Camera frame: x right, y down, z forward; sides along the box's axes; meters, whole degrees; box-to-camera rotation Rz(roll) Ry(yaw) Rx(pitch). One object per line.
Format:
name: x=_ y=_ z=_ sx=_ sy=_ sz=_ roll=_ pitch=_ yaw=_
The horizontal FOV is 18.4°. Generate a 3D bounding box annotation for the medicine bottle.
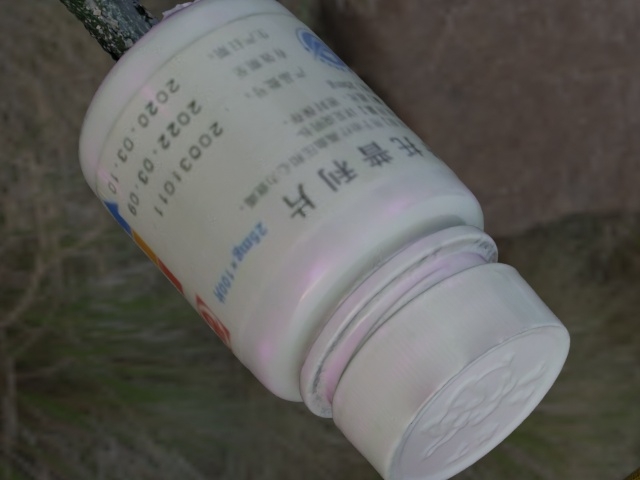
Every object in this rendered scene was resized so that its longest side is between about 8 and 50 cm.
medicine bottle: x=0.000 y=0.000 z=1.171 sx=0.293 sy=0.170 sz=0.170 roll=48 pitch=26 yaw=25

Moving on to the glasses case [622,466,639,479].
glasses case: x=0.368 y=0.201 z=1.808 sx=0.079 sy=0.234 sz=0.064 roll=14 pitch=50 yaw=-46

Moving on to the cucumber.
cucumber: x=-0.165 y=-0.176 z=1.432 sx=0.256 sy=0.044 sz=0.043 roll=44 pitch=54 yaw=-23
